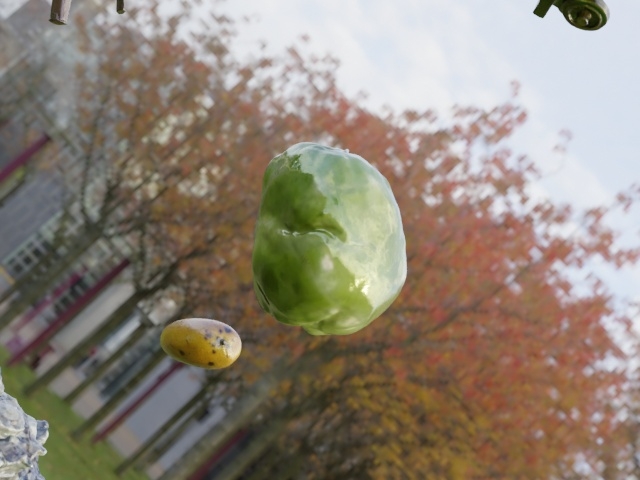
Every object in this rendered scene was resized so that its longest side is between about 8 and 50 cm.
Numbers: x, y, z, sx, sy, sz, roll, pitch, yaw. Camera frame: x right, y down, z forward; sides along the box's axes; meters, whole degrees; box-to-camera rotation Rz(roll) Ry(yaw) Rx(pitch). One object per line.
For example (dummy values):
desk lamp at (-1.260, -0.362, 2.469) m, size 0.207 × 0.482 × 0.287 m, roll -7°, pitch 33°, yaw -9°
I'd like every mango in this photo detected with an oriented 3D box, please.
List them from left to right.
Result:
mango at (-0.229, 0.189, 2.322) m, size 0.178 × 0.090 × 0.115 m, roll 7°, pitch -16°, yaw 35°

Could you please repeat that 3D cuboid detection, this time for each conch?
conch at (-0.466, 0.296, 1.774) m, size 0.240 × 0.186 × 0.313 m, roll 23°, pitch -44°, yaw 62°

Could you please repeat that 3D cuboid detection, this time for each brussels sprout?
brussels sprout at (0.005, 0.009, 1.901) m, size 0.317 × 0.242 × 0.274 m, roll 104°, pitch -30°, yaw -62°

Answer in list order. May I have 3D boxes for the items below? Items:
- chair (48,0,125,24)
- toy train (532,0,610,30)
chair at (-0.324, -0.470, 1.641) m, size 0.175 × 0.327 × 0.183 m, roll -3°, pitch -18°, yaw 25°
toy train at (0.256, -0.302, 1.245) m, size 0.137 × 0.090 × 0.225 m, roll 25°, pitch -24°, yaw 0°
